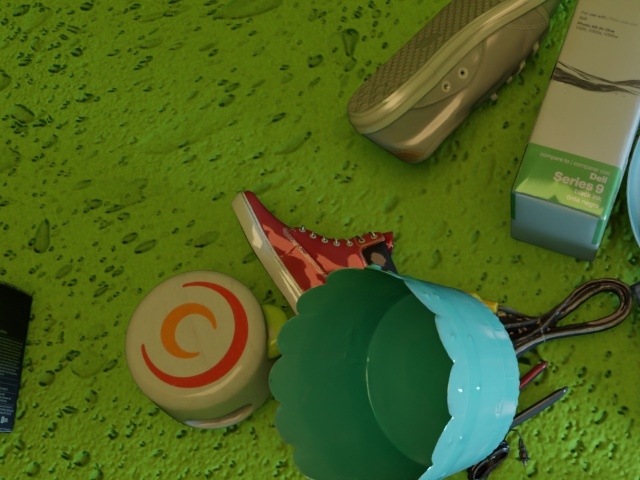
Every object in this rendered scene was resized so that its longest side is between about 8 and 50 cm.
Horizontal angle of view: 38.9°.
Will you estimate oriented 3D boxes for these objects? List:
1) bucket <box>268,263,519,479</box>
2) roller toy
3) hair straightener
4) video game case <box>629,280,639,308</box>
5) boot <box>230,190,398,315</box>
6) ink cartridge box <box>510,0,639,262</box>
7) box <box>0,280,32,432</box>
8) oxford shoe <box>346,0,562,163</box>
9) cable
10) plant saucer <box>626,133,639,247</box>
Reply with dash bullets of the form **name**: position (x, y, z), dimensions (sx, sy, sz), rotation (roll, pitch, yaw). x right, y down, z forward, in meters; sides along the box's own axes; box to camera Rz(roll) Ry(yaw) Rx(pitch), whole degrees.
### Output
- **bucket**: position (0.092, 0.171, 1.107), dimensions (0.281, 0.183, 0.281), rotation (-5, 82, 40)
- **roller toy**: position (-0.155, 0.148, 1.219), dimensions (0.209, 0.146, 0.191), rotation (28, 72, 20)
- **hair straightener**: position (0.234, 0.260, 1.178), dimensions (0.230, 0.047, 0.089), rotation (-38, 75, -7)
- **video game case**: position (0.537, 0.138, 1.138), dimensions (0.196, 0.026, 0.274), rotation (-26, 91, 1)
- **boot**: position (0.000, 0.000, 1.268), dimensions (0.176, 0.088, 0.244), rotation (-36, 81, -2)
- **ink cartridge box**: position (0.348, -0.144, 1.181), dimensions (0.121, 0.211, 0.289), rotation (18, 79, 17)
- **box**: position (-0.515, 0.162, 1.291), dimensions (0.153, 0.108, 0.207), rotation (3, 75, 10)
- **oxford shoe**: position (0.230, -0.271, 1.287), dimensions (0.449, 0.169, 0.130), rotation (-43, 115, -12)
- **cable**: position (0.263, 0.118, 1.185), dimensions (0.287, 0.072, 0.140), rotation (-8, 68, 17)
- **plant saucer**: position (0.537, -0.074, 1.165), dimensions (0.317, 0.044, 0.318), rotation (-1, 98, -6)
